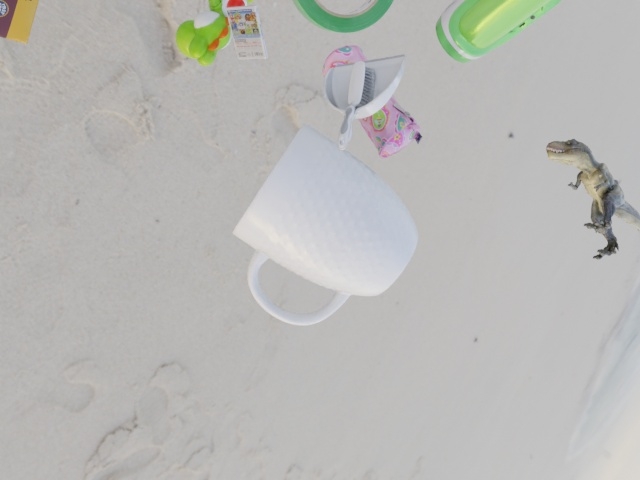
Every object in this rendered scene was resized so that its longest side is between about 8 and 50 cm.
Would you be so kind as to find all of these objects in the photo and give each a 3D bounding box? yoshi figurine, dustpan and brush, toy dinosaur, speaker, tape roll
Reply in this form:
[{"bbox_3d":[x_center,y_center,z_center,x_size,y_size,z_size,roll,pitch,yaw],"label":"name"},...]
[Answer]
[{"bbox_3d":[-0.330,-0.691,1.670,0.363,0.203,0.203,-69,-166,-16],"label":"yoshi figurine"},{"bbox_3d":[0.061,-0.236,0.935,0.060,0.147,0.211,40,55,-57],"label":"dustpan and brush"},{"bbox_3d":[0.432,-0.045,0.833,0.268,0.064,0.118,37,60,-27],"label":"toy dinosaur"},{"bbox_3d":[0.362,-0.467,1.045,0.131,0.131,0.296,-21,174,-40],"label":"speaker"},{"bbox_3d":[0.064,-0.753,1.546,0.320,0.077,0.322,-5,114,-12],"label":"tape roll"}]

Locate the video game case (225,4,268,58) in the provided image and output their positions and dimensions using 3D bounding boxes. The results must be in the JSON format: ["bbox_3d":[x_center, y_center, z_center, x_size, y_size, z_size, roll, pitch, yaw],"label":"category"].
[{"bbox_3d":[-0.177,-0.499,1.329,0.011,0.087,0.122,-50,139,-44],"label":"video game case"}]

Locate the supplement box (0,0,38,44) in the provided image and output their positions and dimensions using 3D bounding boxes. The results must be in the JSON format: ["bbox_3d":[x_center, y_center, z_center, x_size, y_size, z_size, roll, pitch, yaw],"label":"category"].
[{"bbox_3d":[-0.400,-0.310,0.529,0.194,0.191,0.129,0,124,-54],"label":"supplement box"}]

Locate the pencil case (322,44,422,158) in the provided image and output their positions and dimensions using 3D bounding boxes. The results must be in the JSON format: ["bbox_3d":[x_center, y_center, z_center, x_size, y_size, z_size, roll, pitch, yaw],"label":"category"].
[{"bbox_3d":[0.121,-0.334,1.316,0.124,0.284,0.124,-31,164,-10],"label":"pencil case"}]

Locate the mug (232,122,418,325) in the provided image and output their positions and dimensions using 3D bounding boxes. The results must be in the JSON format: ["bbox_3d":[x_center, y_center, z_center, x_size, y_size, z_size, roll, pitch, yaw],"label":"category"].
[{"bbox_3d":[0.000,0.000,1.162,0.374,0.328,0.276,-57,-173,-1],"label":"mug"}]
